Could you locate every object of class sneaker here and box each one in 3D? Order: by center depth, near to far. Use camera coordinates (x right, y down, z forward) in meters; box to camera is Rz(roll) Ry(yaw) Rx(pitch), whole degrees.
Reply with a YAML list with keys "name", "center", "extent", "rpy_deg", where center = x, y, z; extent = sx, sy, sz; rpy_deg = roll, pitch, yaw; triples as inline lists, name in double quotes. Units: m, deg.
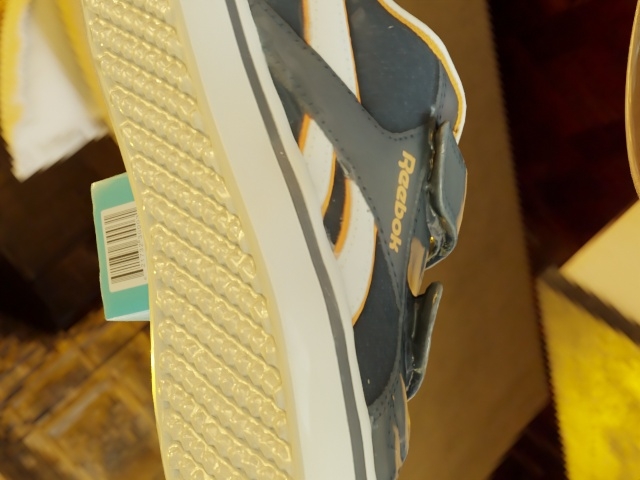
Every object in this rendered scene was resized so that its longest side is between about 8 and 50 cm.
- name: "sneaker"
  center: [0.000, 0.000, 0.612]
  extent: [0.126, 0.127, 0.321]
  rpy_deg: [-31, 66, 56]

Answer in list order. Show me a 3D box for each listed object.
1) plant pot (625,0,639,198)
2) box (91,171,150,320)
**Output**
- name: "plant pot"
  center: [0.277, -0.119, 0.962]
  extent: [0.110, 0.237, 0.237]
  rpy_deg: [8, 163, -8]
- name: "box"
  center: [-0.055, 0.005, 1.158]
  extent: [0.060, 0.244, 0.100]
  rpy_deg: [-14, 80, 38]
